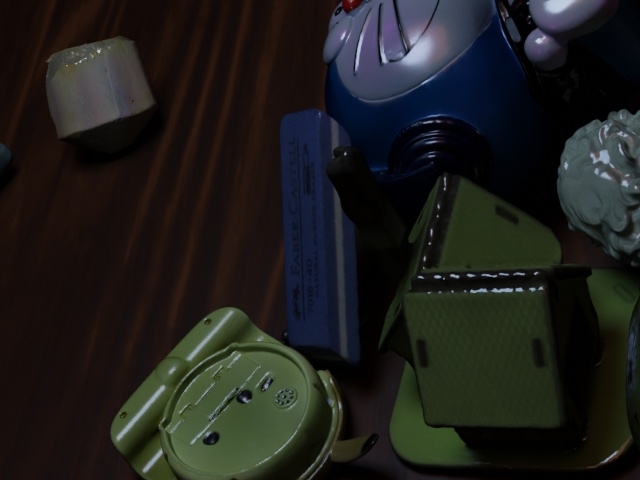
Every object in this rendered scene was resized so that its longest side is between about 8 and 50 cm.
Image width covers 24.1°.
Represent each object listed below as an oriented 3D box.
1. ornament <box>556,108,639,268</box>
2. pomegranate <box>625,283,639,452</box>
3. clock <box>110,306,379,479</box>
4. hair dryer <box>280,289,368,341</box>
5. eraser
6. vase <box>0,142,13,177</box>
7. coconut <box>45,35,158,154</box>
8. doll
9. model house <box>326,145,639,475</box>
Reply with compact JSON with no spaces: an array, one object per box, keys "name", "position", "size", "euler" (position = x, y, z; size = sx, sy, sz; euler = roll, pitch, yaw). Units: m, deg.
[{"name":"ornament","position":[0.317,-0.086,1.249],"size":[0.285,0.120,0.130],"euler":[-31,43,-25]},{"name":"pomegranate","position":[0.359,0.085,1.005],"size":[0.291,0.291,0.323],"euler":[-41,54,-14]},{"name":"clock","position":[-0.053,0.162,1.269],"size":[0.232,0.069,0.170],"euler":[24,63,39]},{"name":"hair dryer","position":[0.001,0.070,1.366],"size":[0.083,0.026,0.047],"euler":[-29,41,9]},{"name":"eraser","position":[0.000,0.000,1.304],"size":[0.036,0.225,0.082],"euler":[-2,0,-27]},{"name":"vase","position":[-0.409,-0.026,1.626],"size":[0.060,0.060,0.211],"euler":[20,60,38]},{"name":"coconut","position":[-0.237,-0.154,1.625],"size":[0.116,0.122,0.116],"euler":[-15,7,2]},{"name":"doll","position":[0.140,-0.152,1.328],"size":[0.310,0.240,0.284],"euler":[-27,31,23]},{"name":"model house","position":[0.125,0.030,1.160],"size":[0.218,0.278,0.205],"euler":[-2,51,26]}]
